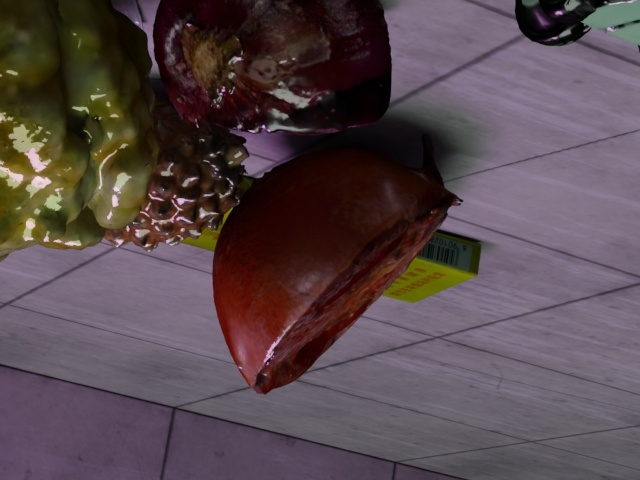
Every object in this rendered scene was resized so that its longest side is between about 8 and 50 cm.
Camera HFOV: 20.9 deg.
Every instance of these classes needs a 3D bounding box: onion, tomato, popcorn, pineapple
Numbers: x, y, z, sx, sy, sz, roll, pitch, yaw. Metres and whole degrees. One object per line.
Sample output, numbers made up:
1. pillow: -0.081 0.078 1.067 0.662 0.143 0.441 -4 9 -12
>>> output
1. onion: -0.016 -0.167 1.360 0.195 0.140 0.218 4 -161 40
2. tomato: -0.015 0.005 1.756 0.170 0.309 0.309 46 169 13
3. popcorn: -0.276 -0.116 1.389 0.279 0.274 0.335 -4 150 15
4. pineapple: -0.149 -0.071 1.711 0.193 0.166 0.166 -13 154 32

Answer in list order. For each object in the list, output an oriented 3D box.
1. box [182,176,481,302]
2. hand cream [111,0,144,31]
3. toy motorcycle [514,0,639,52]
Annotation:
1. box: 0.000 0.000 2.044 0.335 0.047 0.187 16 163 -18
2. hand cream: -0.266 -0.205 1.533 0.216 0.038 0.052 3 -173 3
3. toy motorcycle: 0.218 -0.208 1.014 0.125 0.196 0.331 19 174 -28
